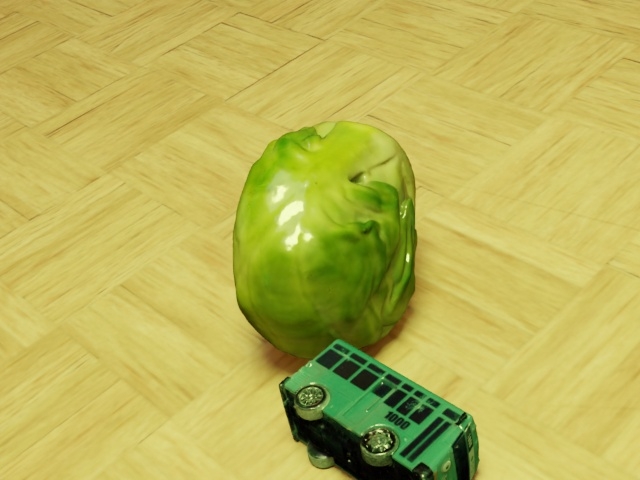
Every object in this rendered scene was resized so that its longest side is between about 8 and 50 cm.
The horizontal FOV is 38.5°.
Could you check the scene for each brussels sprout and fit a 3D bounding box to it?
[{"bbox_3d":[0.000,0.000,0.848,0.161,0.223,0.223,-3,37,36],"label":"brussels sprout"}]

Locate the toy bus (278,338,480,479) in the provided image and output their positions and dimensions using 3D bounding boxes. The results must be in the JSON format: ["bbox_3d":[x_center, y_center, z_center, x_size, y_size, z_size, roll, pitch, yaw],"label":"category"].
[{"bbox_3d":[0.051,0.154,0.744,0.092,0.079,0.160,-37,43,-29],"label":"toy bus"}]
